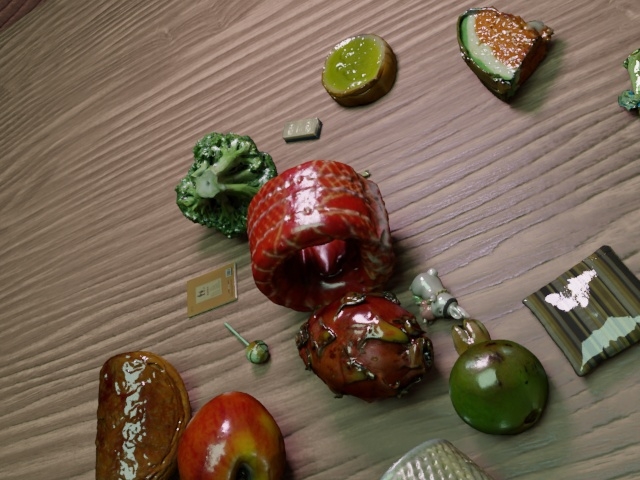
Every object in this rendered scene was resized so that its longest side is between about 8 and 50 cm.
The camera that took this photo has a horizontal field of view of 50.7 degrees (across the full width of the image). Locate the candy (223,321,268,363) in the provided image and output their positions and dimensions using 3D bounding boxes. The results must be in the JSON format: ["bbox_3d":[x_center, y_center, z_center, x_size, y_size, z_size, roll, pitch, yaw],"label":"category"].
[{"bbox_3d":[-0.202,0.259,1.772,0.061,0.061,0.202,-55,42,-4],"label":"candy"}]

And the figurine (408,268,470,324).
[{"bbox_3d":[0.268,0.145,1.521,0.146,0.081,0.098,57,145,34],"label":"figurine"}]

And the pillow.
[{"bbox_3d":[0.545,0.137,1.346,0.212,0.052,0.208,-35,49,10],"label":"pillow"}]

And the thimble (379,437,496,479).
[{"bbox_3d":[0.207,0.508,1.227,0.150,0.271,0.271,35,87,42],"label":"thimble"}]

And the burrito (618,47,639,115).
[{"bbox_3d":[0.711,-0.305,1.478,0.104,0.054,0.288,-17,59,27],"label":"burrito"}]

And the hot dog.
[{"bbox_3d":[-0.473,0.484,1.747,0.267,0.174,0.387,-15,67,29],"label":"hot dog"}]

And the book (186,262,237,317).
[{"bbox_3d":[-0.310,0.141,1.921,0.172,0.012,0.118,-21,56,22],"label":"book"}]

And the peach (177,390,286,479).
[{"bbox_3d":[-0.205,0.485,1.531,0.281,0.238,0.281,180,90,-67],"label":"peach"}]

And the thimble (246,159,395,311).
[{"bbox_3d":[0.000,0.000,1.596,0.350,0.350,0.230,-23,50,21],"label":"thimble"}]

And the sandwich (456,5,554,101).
[{"bbox_3d":[0.458,-0.486,1.707,0.212,0.109,0.292,-41,53,-1],"label":"sandwich"}]

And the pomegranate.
[{"bbox_3d":[0.346,0.258,1.343,0.190,0.159,0.241,-7,57,29],"label":"pomegranate"}]

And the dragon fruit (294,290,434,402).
[{"bbox_3d":[0.102,0.227,1.477,0.315,0.250,0.250,-28,52,36],"label":"dragon fruit"}]

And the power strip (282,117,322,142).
[{"bbox_3d":[-0.057,-0.327,1.996,0.123,0.032,0.056,-3,63,32],"label":"power strip"}]

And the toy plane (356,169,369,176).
[{"bbox_3d":[0.014,-0.137,1.796,0.229,0.092,0.244,-31,26,-28],"label":"toy plane"}]

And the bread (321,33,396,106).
[{"bbox_3d":[0.110,-0.494,1.955,0.236,0.070,0.236,-15,57,25],"label":"bread"}]

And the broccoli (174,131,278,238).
[{"bbox_3d":[-0.269,-0.155,1.885,0.308,0.275,0.307,3,100,19],"label":"broccoli"}]
